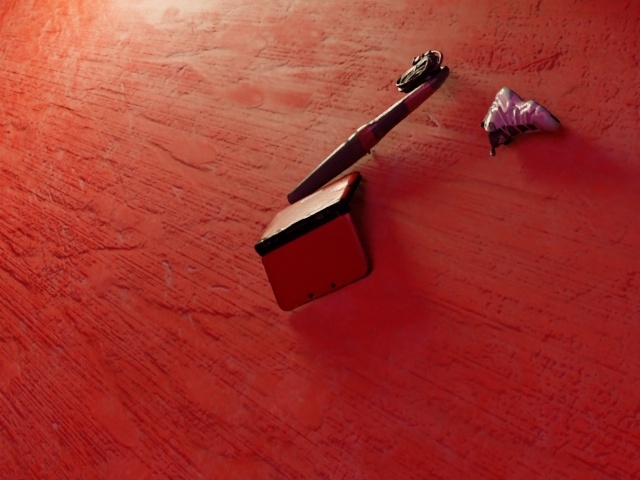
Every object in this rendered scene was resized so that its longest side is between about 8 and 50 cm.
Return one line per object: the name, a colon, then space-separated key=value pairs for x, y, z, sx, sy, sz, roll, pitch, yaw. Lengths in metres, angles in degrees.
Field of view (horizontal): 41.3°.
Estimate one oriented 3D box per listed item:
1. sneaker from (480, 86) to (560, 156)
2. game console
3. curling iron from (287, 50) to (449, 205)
sneaker: x=0.203 y=-0.115 z=0.891 sx=0.069 sy=0.038 sz=0.098 roll=-54 pitch=31 yaw=8
game console: x=0.000 y=0.000 z=1.040 sx=0.144 sy=0.085 sz=0.124 roll=-26 pitch=20 yaw=32
curling iron: x=0.057 y=-0.130 z=1.051 sx=0.274 sy=0.035 sz=0.068 roll=-44 pitch=21 yaw=24
